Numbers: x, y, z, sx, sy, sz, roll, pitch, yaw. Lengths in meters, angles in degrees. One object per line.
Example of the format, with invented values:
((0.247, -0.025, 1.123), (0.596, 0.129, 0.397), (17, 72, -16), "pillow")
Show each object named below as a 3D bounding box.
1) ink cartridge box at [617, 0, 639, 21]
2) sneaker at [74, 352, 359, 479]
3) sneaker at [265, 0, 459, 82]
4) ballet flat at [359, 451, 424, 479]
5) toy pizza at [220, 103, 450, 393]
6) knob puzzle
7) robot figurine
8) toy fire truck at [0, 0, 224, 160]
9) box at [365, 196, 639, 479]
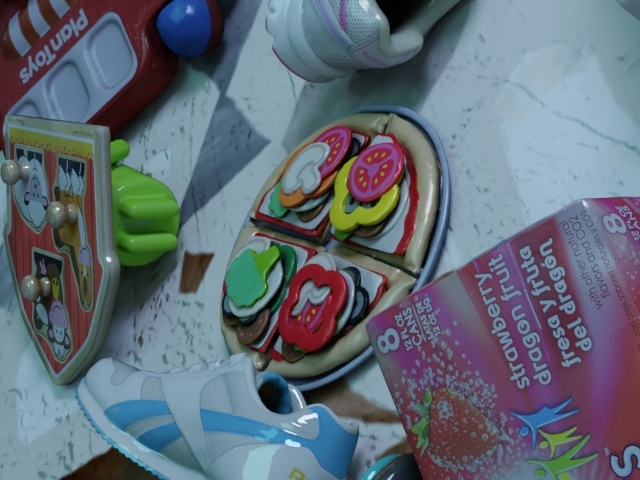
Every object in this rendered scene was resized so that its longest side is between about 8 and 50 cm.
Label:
((0.273, -0.240, 0.871), (0.289, 0.121, 0.211), (-36, 42, 29), "ink cartridge box")
((-0.063, 0.113, 1.069), (0.228, 0.087, 0.092), (23, 79, 47), "sneaker")
((0.066, -0.212, 1.134), (0.111, 0.103, 0.252), (20, 88, 50), "sneaker")
((0.067, 0.223, 0.742), (0.096, 0.095, 0.280), (19, 122, 42), "ballet flat")
((0.000, 0.000, 1.109), (0.201, 0.032, 0.201), (-30, 45, 35), "toy pizza")
((-0.197, 0.010, 1.263), (0.213, 0.030, 0.213), (15, 108, 57), "knob puzzle")
((-0.146, -0.020, 1.270), (0.115, 0.067, 0.101), (23, 115, 54), "robot figurine")
((-0.172, -0.216, 1.390), (0.302, 0.169, 0.254), (-37, 65, 29), "toy fire truck")
((0.138, 0.119, 0.688), (0.122, 0.128, 0.257), (-31, 73, 35), "box")
